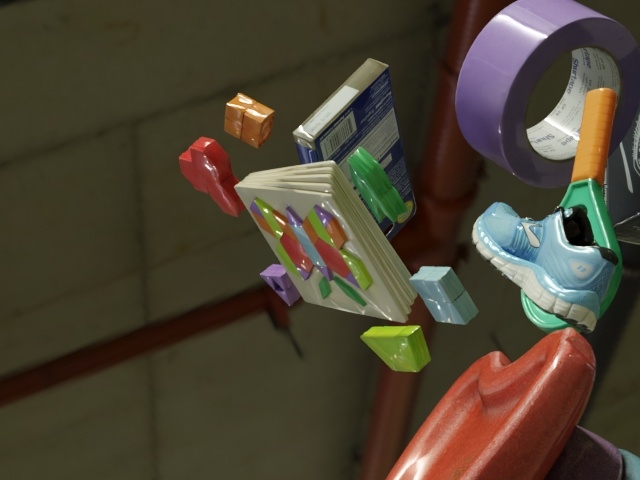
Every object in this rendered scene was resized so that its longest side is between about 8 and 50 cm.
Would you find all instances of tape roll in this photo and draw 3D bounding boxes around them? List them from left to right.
[{"bbox_3d":[0.238,-0.155,1.715,0.189,0.080,0.189,-18,-55,-28],"label":"tape roll"}]

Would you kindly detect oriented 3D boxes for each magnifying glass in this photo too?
[{"bbox_3d":[0.221,-0.026,1.401,0.092,0.231,0.026,-13,-38,44],"label":"magnifying glass"}]

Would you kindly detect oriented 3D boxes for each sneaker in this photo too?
[{"bbox_3d":[0.171,0.006,1.213,0.063,0.162,0.073,27,-80,-31],"label":"sneaker"}]

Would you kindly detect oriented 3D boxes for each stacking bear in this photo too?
[{"bbox_3d":[0.168,0.203,0.842,0.164,0.289,0.175,-52,4,-16],"label":"stacking bear"}]

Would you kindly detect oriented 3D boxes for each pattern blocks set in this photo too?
[{"bbox_3d":[0.000,0.000,1.423,0.026,0.285,0.325,-41,8,-22],"label":"pattern blocks set"}]

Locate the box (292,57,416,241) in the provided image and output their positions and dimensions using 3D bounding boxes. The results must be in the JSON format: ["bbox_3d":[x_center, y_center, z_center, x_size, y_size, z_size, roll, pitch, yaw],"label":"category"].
[{"bbox_3d":[0.042,-0.074,1.841,0.136,0.036,0.225,-46,-38,-28],"label":"box"}]

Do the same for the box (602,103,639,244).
[{"bbox_3d":[0.399,-0.093,1.796,0.108,0.153,0.207,10,-19,-21],"label":"box"}]
